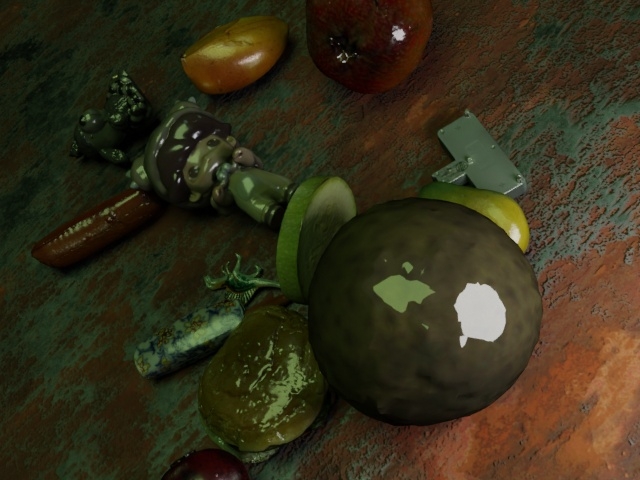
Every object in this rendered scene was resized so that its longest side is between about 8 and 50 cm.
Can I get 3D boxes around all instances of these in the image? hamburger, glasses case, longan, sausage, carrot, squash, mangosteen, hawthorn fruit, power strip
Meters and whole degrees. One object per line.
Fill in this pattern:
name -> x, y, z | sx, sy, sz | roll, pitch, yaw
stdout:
hamburger -> -0.105, 0.262, 1.542 | 0.265, 0.134, 0.285 | 29, 74, 32
glasses case -> -0.262, 0.198, 1.687 | 0.247, 0.065, 0.087 | -26, 60, 5
longan -> 0.168, 0.120, 1.378 | 0.390, 0.391, 0.391 | -11, 58, 18
sausage -> -0.510, -0.031, 1.911 | 0.330, 0.102, 0.102 | -28, 55, 5
carrot -> -0.097, 0.129, 1.664 | 0.142, 0.035, 0.035 | -27, 52, -19
squash -> 0.000, 0.000, 1.574 | 0.048, 0.252, 0.252 | 9, 66, 28
mangosteen -> -0.193, 0.463, 1.454 | 0.199, 0.200, 0.200 | -11, 58, 18
hawthorn fruit -> 0.116, -0.498, 1.822 | 0.284, 0.285, 0.369 | -6, 38, 21
power strip -> 0.292, -0.147, 1.648 | 0.145, 0.061, 0.216 | -32, 54, 3

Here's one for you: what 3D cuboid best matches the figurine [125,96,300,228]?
figurine -> -0.225, -0.152, 1.809 | 0.380, 0.203, 0.248 | 27, 81, 21

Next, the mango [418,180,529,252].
mango -> 0.281, -0.031, 1.561 | 0.237, 0.091, 0.137 | 15, 94, 39

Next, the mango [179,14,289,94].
mango -> -0.192, -0.451, 1.993 | 0.256, 0.138, 0.187 | -17, 38, 10

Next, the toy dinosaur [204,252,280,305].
toy dinosaur -> -0.161, 0.095, 1.725 | 0.187, 0.044, 0.106 | 33, 92, 21

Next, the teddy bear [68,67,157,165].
teddy bear -> -0.505, -0.279, 2.028 | 0.171, 0.144, 0.251 | 37, 83, 21
